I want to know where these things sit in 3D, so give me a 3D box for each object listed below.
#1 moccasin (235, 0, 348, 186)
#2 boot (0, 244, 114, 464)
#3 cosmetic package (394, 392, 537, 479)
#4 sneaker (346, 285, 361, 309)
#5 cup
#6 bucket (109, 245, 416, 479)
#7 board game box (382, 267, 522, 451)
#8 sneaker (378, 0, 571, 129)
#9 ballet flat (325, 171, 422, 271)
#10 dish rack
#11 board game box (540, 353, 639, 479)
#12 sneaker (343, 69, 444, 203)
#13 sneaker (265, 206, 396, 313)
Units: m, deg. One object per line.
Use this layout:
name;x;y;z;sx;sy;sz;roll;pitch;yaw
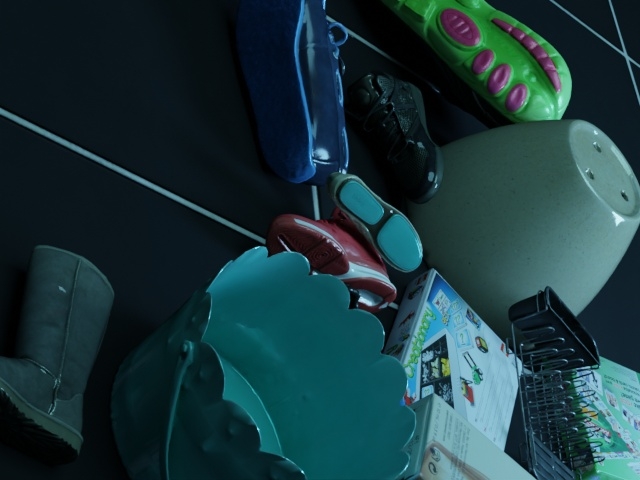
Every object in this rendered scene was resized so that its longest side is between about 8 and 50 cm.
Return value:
moccasin;-0.034;-0.222;1.868;0.117;0.137;0.342;20;60;-48
boot;-0.272;0.084;1.316;0.189;0.076;0.208;46;38;-39
cosmetic package;0.167;0.326;1.588;0.296;0.153;0.129;40;37;-20
sneaker;0.033;0.125;1.664;0.063;0.075;0.170;17;49;-44
cup;0.320;-0.042;2.031;0.331;0.237;0.331;33;38;-31
bucket;-0.062;0.166;1.410;0.281;0.183;0.281;31;40;-30
board game box;0.159;0.193;1.783;0.193;0.053;0.305;46;34;-14
sneaker;0.201;-0.324;2.224;0.185;0.202;0.483;-25;63;-15
ballet flat;0.067;-0.028;1.750;0.168;0.057;0.052;49;-7;-29
dish rack;0.319;0.222;1.878;0.208;0.074;0.272;42;39;-49
board game box;0.460;0.286;2.088;0.317;0.046;0.214;24;45;-39
sneaker;0.098;-0.153;1.989;0.130;0.087;0.228;23;41;-37
sneaker;0.000;0.000;1.748;0.221;0.087;0.128;39;26;-44
